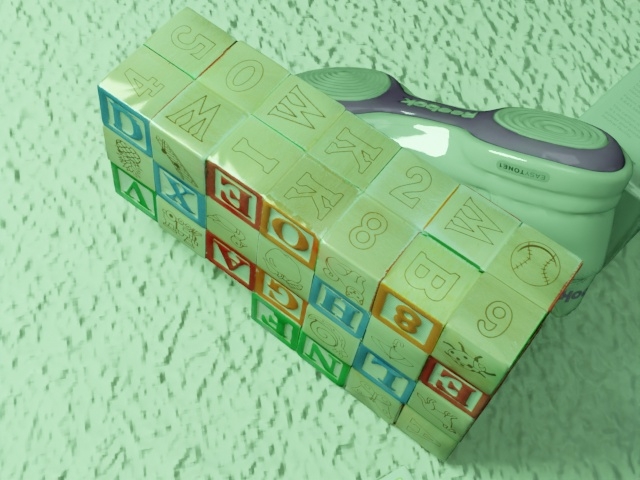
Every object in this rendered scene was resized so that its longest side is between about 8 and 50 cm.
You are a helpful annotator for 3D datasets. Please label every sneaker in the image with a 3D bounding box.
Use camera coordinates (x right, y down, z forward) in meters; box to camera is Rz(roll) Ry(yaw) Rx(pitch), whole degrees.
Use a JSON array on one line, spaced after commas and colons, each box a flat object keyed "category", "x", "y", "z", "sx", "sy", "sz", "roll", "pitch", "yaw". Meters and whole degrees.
[{"category": "sneaker", "x": 0.059, "y": -0.034, "z": 0.715, "sx": 0.305, "sy": 0.152, "sz": 0.114, "roll": 20, "pitch": 32, "yaw": 30}]

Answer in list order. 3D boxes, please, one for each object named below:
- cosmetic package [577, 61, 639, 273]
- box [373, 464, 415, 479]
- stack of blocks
[{"category": "cosmetic package", "x": 0.267, "y": -0.090, "z": 0.773, "sx": 0.231, "sy": 0.117, "sz": 0.085, "roll": -39, "pitch": 73, "yaw": -23}, {"category": "box", "x": 0.051, "y": 0.249, "z": 0.562, "sx": 0.103, "sy": 0.114, "sz": 0.203, "roll": -27, "pitch": 69, "yaw": -19}, {"category": "stack of blocks", "x": 0.000, "y": 0.000, "z": 0.658, "sx": 0.297, "sy": 0.171, "sz": 0.087, "roll": 35, "pitch": 63, "yaw": 13}]
